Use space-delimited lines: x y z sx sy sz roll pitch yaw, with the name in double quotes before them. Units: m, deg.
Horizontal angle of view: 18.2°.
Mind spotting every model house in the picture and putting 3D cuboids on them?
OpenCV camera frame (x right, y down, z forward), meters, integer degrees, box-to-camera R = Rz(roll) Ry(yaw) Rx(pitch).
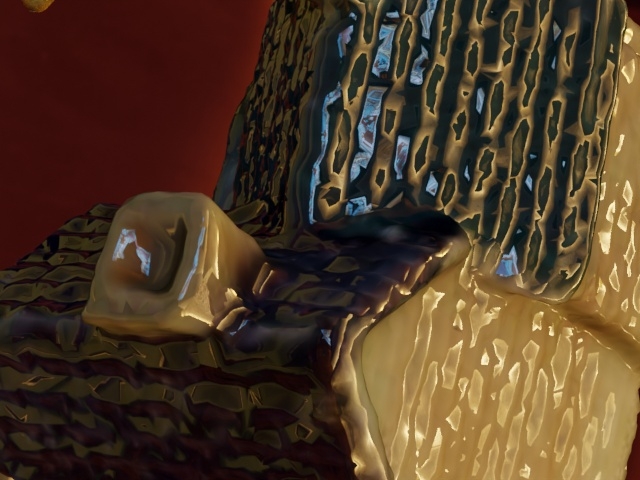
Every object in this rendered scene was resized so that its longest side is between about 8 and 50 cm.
"model house" 0.002 0.001 0.824 0.284 0.243 0.298 34 62 -58

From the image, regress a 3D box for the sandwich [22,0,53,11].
"sandwich" -0.289 -0.367 1.889 0.251 0.226 0.087 38 19 -29
